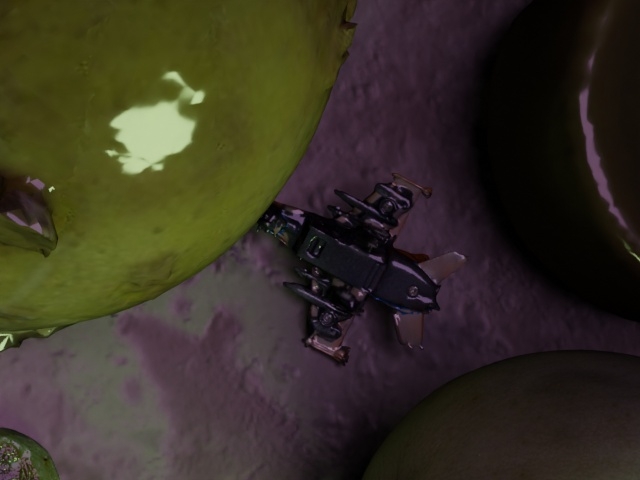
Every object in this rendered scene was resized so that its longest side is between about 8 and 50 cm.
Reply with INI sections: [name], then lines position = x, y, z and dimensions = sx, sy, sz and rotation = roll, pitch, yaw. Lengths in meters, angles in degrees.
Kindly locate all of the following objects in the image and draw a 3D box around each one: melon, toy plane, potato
[melon]
position = 0.180, 0.204, 1.083
dimensions = 0.330, 0.268, 0.269
rotation = 19, 77, -27
[toy plane]
position = 0.001, 0.003, 1.143
dimensions = 0.188, 0.062, 0.135
rotation = 26, 101, -15
[potato]
position = -0.179, -0.173, 0.938
dimensions = 0.442, 0.319, 0.385
rotation = 37, 62, -13

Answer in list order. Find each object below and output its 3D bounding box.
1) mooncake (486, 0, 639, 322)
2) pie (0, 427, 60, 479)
[mooncake]
position = 0.257, -0.076, 1.206
dimensions = 0.284, 0.155, 0.284
rotation = 4, 81, -24
[pie]
position = -0.196, 0.160, 1.067
dimensions = 0.085, 0.017, 0.085
rotation = 2, 83, -21
